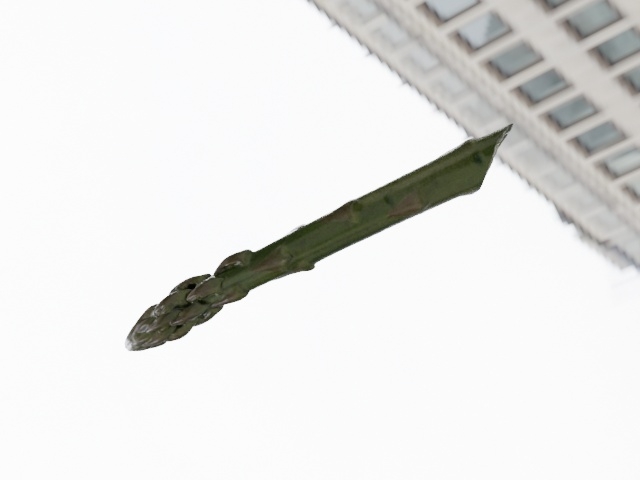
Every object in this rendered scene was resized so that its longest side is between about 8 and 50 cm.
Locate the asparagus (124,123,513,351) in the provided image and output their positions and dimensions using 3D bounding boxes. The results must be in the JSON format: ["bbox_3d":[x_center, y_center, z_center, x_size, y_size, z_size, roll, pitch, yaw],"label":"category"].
[{"bbox_3d":[0.000,0.000,0.799,0.027,0.236,0.034,63,-179,17],"label":"asparagus"}]
